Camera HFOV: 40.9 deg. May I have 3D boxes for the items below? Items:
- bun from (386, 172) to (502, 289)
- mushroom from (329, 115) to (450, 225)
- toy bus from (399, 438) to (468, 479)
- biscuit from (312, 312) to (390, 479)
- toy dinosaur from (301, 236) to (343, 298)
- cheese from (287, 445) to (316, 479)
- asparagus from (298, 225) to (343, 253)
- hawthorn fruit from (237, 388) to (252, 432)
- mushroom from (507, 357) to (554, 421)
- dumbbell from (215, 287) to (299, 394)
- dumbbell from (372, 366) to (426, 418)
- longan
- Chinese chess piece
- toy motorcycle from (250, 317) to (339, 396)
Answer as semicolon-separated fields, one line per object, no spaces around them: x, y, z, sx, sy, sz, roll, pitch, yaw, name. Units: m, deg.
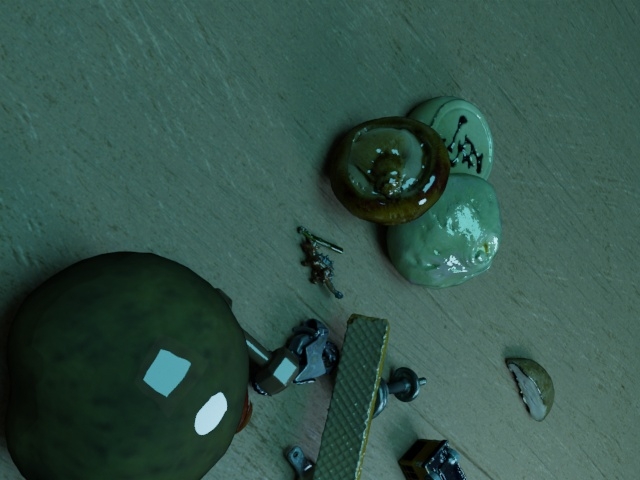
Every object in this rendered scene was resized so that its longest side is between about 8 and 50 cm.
0.289;-0.003;1.886;0.283;0.179;0.283;-10;120;-17;bun
0.142;-0.147;1.791;0.153;0.253;0.253;74;39;-62;mushroom
0.275;0.560;1.960;0.098;0.114;0.201;-39;108;-35;toy bus
0.062;0.338;1.741;0.054;0.094;0.379;56;45;-69;biscuit
0.003;0.060;1.780;0.055;0.049;0.154;-43;111;-36;toy dinosaur
-0.015;0.491;1.757;0.092;0.047;0.171;-20;102;-40;cheese
0.000;0.000;1.799;0.127;0.015;0.018;28;62;-37;asparagus
-0.191;0.275;1.542;0.148;0.148;0.172;10;90;-40;hawthorn fruit
0.559;0.375;2.236;0.094;0.072;0.210;-45;117;-42;mushroom
-0.141;0.189;1.593;0.231;0.092;0.082;43;98;-12;dumbbell
0.151;0.322;1.872;0.254;0.110;0.110;-2;90;-46;dumbbell
-0.300;0.215;1.329;0.404;0.336;0.405;-2;100;-13;longan
0.296;-0.211;2.002;0.250;0.101;0.250;1;89;-40;Chinese chess piece
-0.048;0.230;1.714;0.215;0.080;0.123;-14;99;-37;toy motorcycle
